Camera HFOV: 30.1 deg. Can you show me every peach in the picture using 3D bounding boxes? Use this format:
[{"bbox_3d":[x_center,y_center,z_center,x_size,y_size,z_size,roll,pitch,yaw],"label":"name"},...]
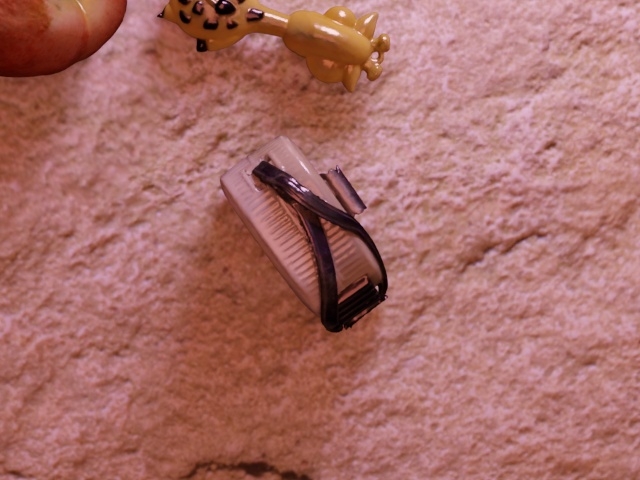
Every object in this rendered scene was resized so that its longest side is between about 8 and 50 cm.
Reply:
[{"bbox_3d":[-0.362,-0.306,1.411,0.232,0.257,0.232,-6,99,-46],"label":"peach"}]

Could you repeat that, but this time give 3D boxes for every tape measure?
[{"bbox_3d":[0.000,0.000,1.455,0.133,0.231,0.271,-33,97,-1],"label":"tape measure"}]

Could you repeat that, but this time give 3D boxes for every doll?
[{"bbox_3d":[-0.056,-0.271,1.494,0.291,0.086,0.117,15,100,-3],"label":"doll"}]
